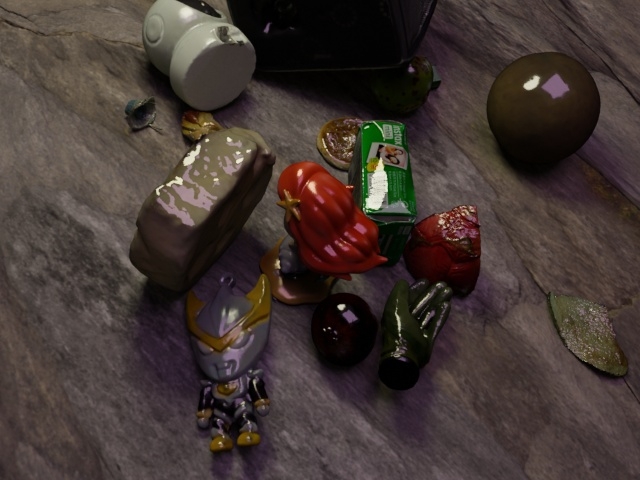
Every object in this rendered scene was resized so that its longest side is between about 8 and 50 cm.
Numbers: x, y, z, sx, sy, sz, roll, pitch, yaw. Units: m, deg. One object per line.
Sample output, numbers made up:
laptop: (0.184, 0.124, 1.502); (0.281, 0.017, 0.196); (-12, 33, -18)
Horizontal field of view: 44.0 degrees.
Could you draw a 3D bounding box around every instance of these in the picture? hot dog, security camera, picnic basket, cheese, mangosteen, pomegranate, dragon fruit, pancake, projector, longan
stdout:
hot dog: (-0.231, -0.216, 1.620); (0.078, 0.061, 0.169); (-32, 69, -28)
security camera: (-0.271, -0.411, 1.671); (0.195, 0.194, 0.236); (-26, 57, -28)
picnic basket: (-0.360, -0.263, 1.620); (0.083, 0.065, 0.083); (25, 47, 24)
cheese: (-0.202, -0.054, 1.367); (0.115, 0.326, 0.318); (33, 98, 3)
mangosteen: (0.050, 0.155, 1.409); (0.140, 0.140, 0.140); (7, 55, -10)
pomegranate: (0.165, -0.354, 1.763); (0.169, 0.143, 0.122); (25, 55, -9)
dragon fruit: (0.245, 0.018, 1.527); (0.121, 0.161, 0.127); (-1, 46, -17)
pancake: (0.069, -0.211, 1.713); (0.158, 0.028, 0.158); (5, 57, -8)
projector: (0.048, -0.571, 1.754); (0.395, 0.242, 0.405); (3, 48, 23)
longan: (0.492, -0.291, 1.752); (0.258, 0.258, 0.258); (7, 55, -10)

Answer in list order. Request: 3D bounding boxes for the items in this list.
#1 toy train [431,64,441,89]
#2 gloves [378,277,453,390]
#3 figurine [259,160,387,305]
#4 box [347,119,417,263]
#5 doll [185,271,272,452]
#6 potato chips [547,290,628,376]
toy train: (0.239, -0.382, 1.866); (0.093, 0.038, 0.056); (-12, 62, -21)
gloves: (0.162, 0.159, 1.432); (0.135, 0.107, 0.268); (51, 41, -16)
figurine: (0.002, -0.007, 1.415); (0.181, 0.257, 0.208); (-12, 61, -21)
box: (0.116, -0.096, 1.554); (0.103, 0.180, 0.250); (5, 56, -6)
doll: (-0.157, 0.196, 1.337); (0.103, 0.146, 0.316); (24, 50, -46)
potato chips: (0.531, 0.177, 1.566); (0.209, 0.026, 0.142); (37, 59, 15)
